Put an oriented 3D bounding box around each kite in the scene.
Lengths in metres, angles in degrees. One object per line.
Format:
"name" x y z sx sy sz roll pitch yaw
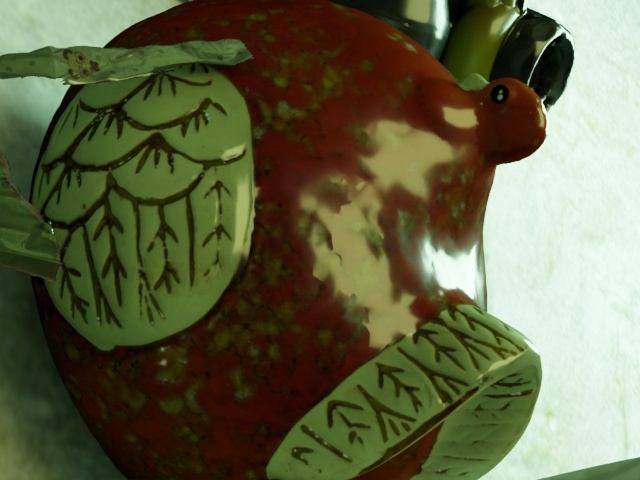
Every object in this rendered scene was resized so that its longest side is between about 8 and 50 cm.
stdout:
"kite" -0.139 -0.063 0.594 0.250 0.012 0.229 -10 48 -31

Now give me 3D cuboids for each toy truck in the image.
"toy truck" 0.068 -0.165 0.969 0.165 0.147 0.224 -21 133 -49

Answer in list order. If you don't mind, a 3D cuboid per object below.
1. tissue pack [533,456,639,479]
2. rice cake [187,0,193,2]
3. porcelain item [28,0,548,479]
"tissue pack" 0.065 0.184 0.712 0.145 0.229 0.159 52 34 -32
"rice cake" -0.084 -0.164 0.870 0.171 0.029 0.033 36 40 -48
"porcelain item" 0.000 0.000 0.709 0.253 0.253 0.253 39 41 -46
